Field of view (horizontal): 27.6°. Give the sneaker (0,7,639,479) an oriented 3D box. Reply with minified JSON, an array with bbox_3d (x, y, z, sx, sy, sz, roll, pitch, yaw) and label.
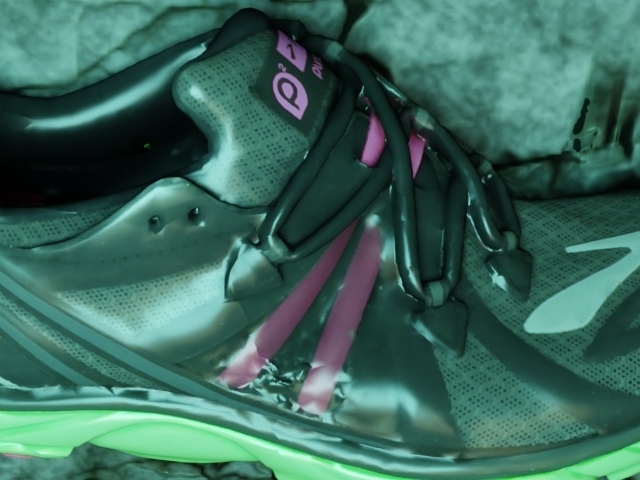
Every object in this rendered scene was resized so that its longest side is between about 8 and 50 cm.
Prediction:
[{"bbox_3d":[0.000,0.000,0.612,0.483,0.185,0.202,2,121,-9],"label":"sneaker"}]
